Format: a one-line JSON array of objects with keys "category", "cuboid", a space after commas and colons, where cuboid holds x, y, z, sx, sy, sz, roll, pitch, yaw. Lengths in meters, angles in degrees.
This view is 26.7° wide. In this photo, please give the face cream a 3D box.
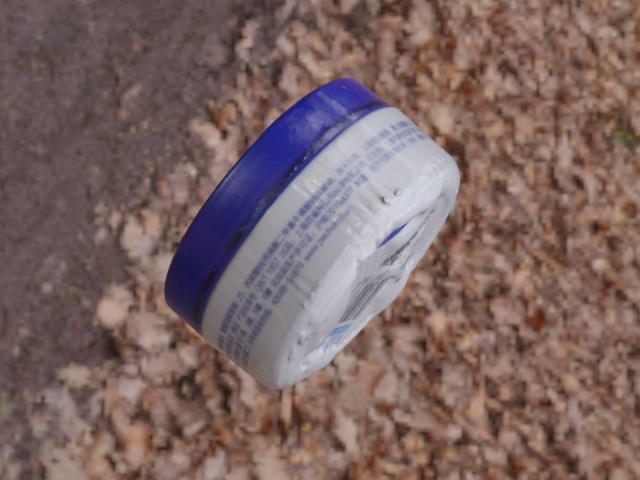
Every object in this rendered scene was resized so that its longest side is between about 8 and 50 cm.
[{"category": "face cream", "cuboid": [0.000, 0.000, 0.919, 0.206, 0.111, 0.206, -47, 166, -16]}]
